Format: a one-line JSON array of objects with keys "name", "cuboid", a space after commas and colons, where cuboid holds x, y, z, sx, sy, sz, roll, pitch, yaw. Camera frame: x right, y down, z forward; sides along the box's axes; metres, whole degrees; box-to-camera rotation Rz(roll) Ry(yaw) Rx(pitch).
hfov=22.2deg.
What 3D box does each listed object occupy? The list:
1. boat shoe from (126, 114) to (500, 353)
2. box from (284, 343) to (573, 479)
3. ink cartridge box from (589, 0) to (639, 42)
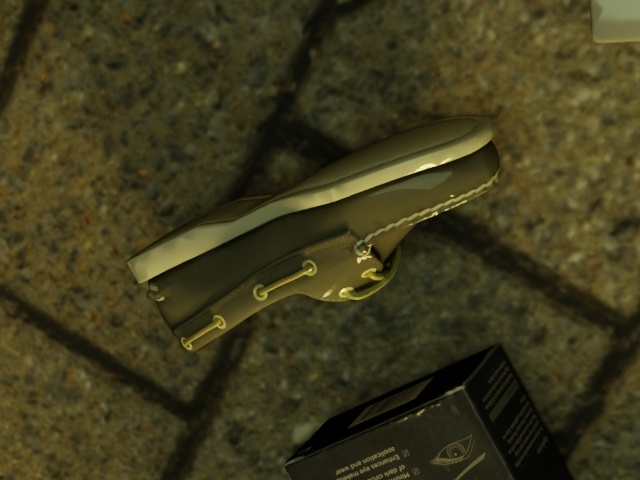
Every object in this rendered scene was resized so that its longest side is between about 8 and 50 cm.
[{"name": "boat shoe", "cuboid": [0.002, -0.002, 1.130, 0.305, 0.109, 0.091, -21, 98, 33]}, {"name": "box", "cuboid": [0.087, 0.182, 1.159, 0.156, 0.093, 0.158, -27, 94, 27]}, {"name": "ink cartridge box", "cuboid": [0.273, -0.259, 0.960, 0.239, 0.060, 0.275, 0, 107, 24]}]
